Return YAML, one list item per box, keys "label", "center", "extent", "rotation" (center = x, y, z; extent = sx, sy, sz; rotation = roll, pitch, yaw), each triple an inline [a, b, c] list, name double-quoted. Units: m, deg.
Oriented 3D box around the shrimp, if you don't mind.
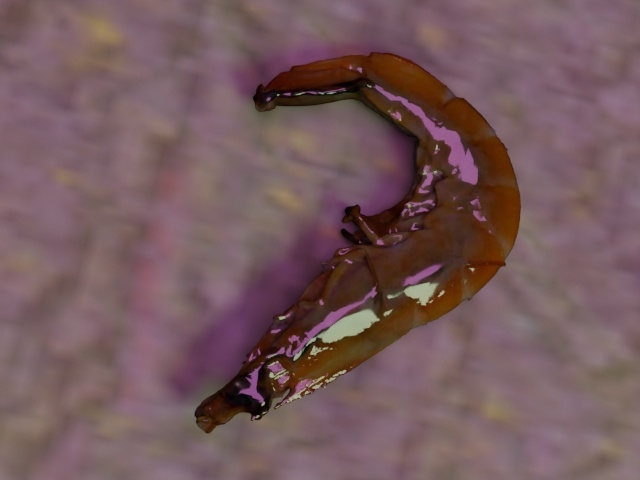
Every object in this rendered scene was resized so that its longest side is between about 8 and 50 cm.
- label: "shrimp"
  center: [0.000, 0.000, 0.316]
  extent: [0.091, 0.025, 0.127]
  rotation: [46, 77, -2]
